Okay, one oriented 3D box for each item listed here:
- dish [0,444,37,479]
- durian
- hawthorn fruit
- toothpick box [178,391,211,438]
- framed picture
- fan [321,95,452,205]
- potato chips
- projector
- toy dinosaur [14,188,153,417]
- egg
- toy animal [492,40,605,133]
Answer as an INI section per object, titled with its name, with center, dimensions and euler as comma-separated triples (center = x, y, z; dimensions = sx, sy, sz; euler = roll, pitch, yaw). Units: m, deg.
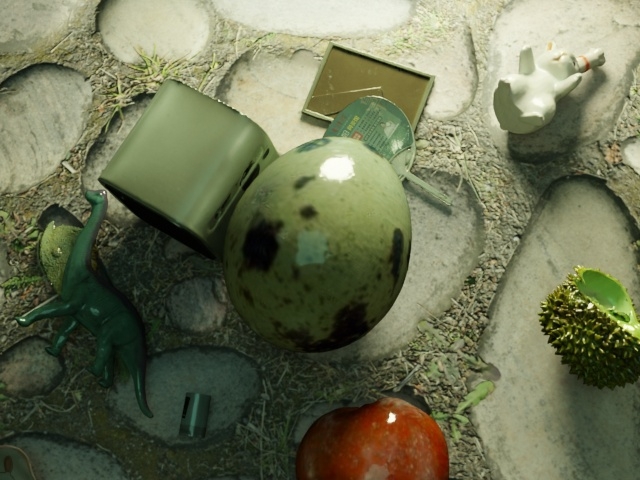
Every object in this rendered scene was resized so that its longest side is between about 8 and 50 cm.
[dish]
center = -0.631, 0.504, 1.532
dimensions = 0.229, 0.081, 0.230
euler = -1, 73, 3
[durian]
center = 0.523, 0.172, 1.508
dimensions = 0.176, 0.200, 0.237
euler = -40, 64, 18
[hawthorn fruit]
center = 0.092, 0.411, 1.430
dimensions = 0.284, 0.284, 0.284
euler = -1, 76, 2
[toothpick box]
center = -0.247, 0.344, 1.568
dimensions = 0.052, 0.052, 0.083
euler = 7, 75, 4
[framed picture]
center = 0.105, -0.317, 1.735
dimensions = 0.249, 0.016, 0.184
euler = 19, 78, 7
[fan]
center = 0.114, -0.157, 1.688
dimensions = 0.223, 0.012, 0.294
euler = -27, 82, 0
[potato chips]
center = -0.515, 0.044, 1.668
dimensions = 0.209, 0.026, 0.142
euler = 40, 84, 13
[projector]
center = -0.248, -0.133, 1.575
dimensions = 0.248, 0.248, 0.249
euler = 28, 79, 16
[toy dinosaur]
center = -0.403, 0.114, 1.612
dimensions = 0.383, 0.129, 0.331
euler = 35, 67, -4
[egg]
center = 0.000, 0.000, 1.493
dimensions = 0.344, 0.345, 0.428
euler = 17, 72, 6
[toy animal]
center = 0.478, -0.347, 1.665
dimensions = 0.140, 0.138, 0.282
euler = 41, 80, 15
